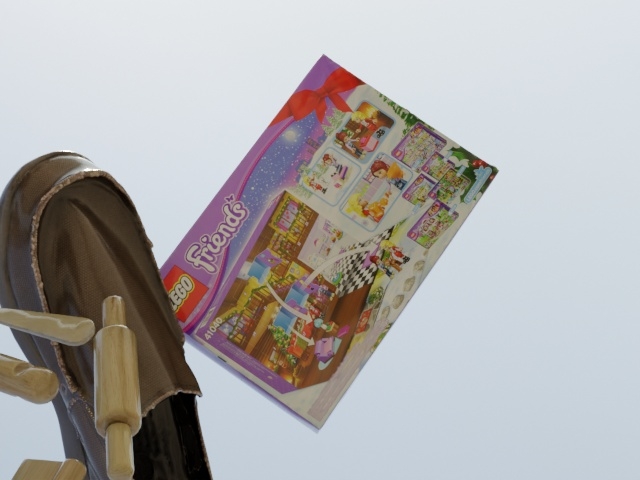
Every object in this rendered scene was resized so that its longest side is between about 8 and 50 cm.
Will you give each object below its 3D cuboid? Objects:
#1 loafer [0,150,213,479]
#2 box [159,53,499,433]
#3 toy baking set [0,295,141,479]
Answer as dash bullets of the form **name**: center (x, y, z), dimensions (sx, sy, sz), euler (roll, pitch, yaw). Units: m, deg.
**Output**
- **loafer**: center (-0.151, 0.100, 1.012), dimensions (0.134, 0.130, 0.365), euler (-29, -70, -41)
- **box**: center (0.000, 0.000, 1.139), dimensions (0.201, 0.057, 0.293), euler (35, -103, 6)
- **toy baking set**: center (-0.216, 0.101, 0.841), dimensions (0.256, 0.197, 0.030), euler (-97, -5, -49)
